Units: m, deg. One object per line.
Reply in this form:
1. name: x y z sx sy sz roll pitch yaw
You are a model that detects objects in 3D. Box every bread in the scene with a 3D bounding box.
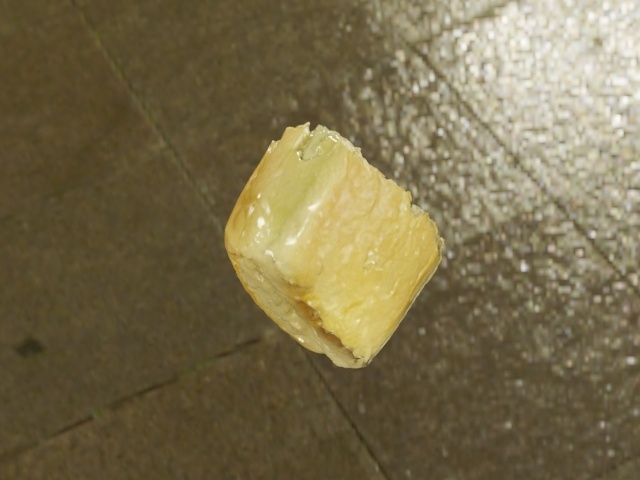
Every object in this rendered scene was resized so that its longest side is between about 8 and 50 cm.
1. bread: 0.001 0.001 0.876 0.082 0.125 0.106 18 65 51
